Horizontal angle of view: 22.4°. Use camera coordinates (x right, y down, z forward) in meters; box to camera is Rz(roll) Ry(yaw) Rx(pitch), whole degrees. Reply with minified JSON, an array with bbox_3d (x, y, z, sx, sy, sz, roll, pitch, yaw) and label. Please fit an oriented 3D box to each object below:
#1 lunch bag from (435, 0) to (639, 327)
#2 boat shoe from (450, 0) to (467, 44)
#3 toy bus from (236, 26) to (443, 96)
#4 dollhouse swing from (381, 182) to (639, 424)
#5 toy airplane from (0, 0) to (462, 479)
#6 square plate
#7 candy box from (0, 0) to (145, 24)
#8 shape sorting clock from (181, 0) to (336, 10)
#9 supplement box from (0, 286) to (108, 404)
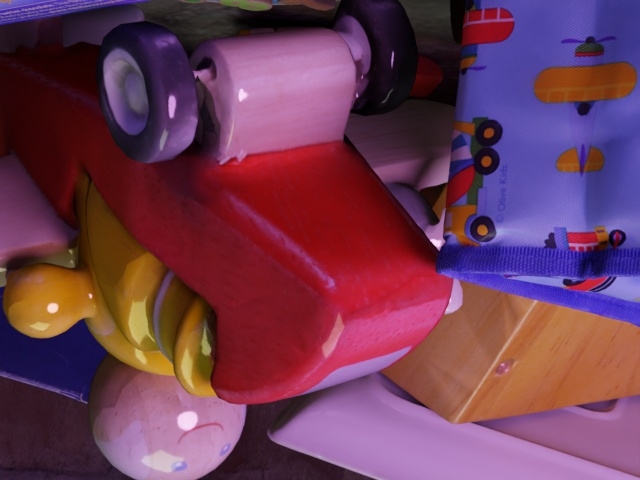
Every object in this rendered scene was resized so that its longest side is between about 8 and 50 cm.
[{"bbox_3d":[0.191,-0.070,0.751,0.138,0.221,0.293,0,170,35],"label":"lunch bag"},{"bbox_3d":[0.120,-0.139,0.918,0.048,0.056,0.153,-2,176,-17],"label":"boat shoe"},{"bbox_3d":[-0.019,-0.070,1.156,0.191,0.104,0.202,-23,152,33],"label":"toy bus"},{"bbox_3d":[0.188,-0.046,1.235,0.347,0.305,0.315,-4,136,-36],"label":"dollhouse swing"},{"bbox_3d":[-0.107,-0.005,0.859,0.386,0.272,0.384,-1,-163,10],"label":"toy airplane"},{"bbox_3d":[0.174,0.122,1.235,0.347,0.049,0.344,17,-158,12],"label":"square plate"},{"bbox_3d":[-0.225,-0.178,0.619,0.268,0.122,0.317,-1,171,43],"label":"candy box"},{"bbox_3d":[-0.042,-0.160,0.915,0.206,0.040,0.206,6,172,1],"label":"shape sorting clock"},{"bbox_3d":[-0.206,0.025,1.494,0.194,0.195,0.356,15,-177,10],"label":"supplement box"}]
